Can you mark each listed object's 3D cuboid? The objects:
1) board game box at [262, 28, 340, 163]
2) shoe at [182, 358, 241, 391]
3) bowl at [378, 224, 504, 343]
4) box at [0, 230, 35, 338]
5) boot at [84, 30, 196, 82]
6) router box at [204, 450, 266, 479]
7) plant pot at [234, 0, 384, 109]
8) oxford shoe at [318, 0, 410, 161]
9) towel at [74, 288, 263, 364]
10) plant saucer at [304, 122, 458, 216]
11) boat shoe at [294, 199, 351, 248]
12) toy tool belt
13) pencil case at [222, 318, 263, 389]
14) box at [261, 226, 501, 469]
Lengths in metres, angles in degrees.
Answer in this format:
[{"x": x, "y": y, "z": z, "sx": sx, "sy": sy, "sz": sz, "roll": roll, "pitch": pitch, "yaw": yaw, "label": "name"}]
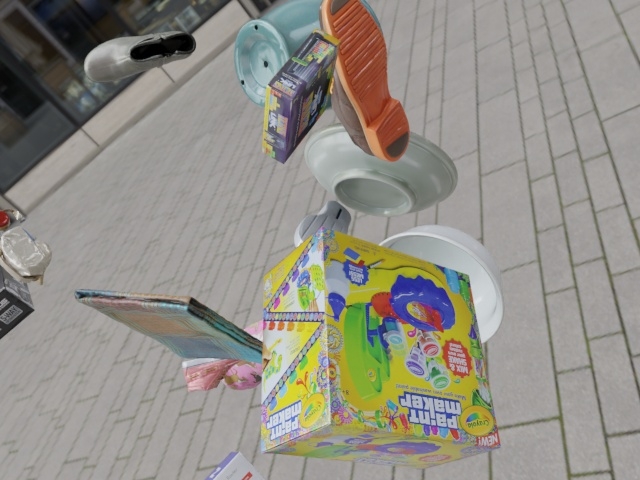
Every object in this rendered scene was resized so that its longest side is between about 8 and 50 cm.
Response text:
[{"x": -0.033, "y": -0.223, "z": 0.934, "sx": 0.141, "sy": 0.048, "sz": 0.170, "roll": -57, "pitch": -7, "yaw": -25, "label": "board game box"}, {"x": -0.252, "y": 0.323, "z": 1.470, "sx": 0.178, "sy": 0.081, "sz": 0.063, "roll": -13, "pitch": -7, "yaw": 3, "label": "shoe"}, {"x": 0.258, "y": 0.076, "z": 1.248, "sx": 0.298, "sy": 0.297, "sz": 0.134, "roll": -11, "pitch": 25, "yaw": 42, "label": "bowl"}, {"x": -0.686, "y": 0.118, "z": 1.128, "sx": 0.242, "sy": 0.076, "sz": 0.307, "roll": -41, "pitch": 40, "yaw": -7, "label": "box"}, {"x": -0.375, "y": -0.383, "z": 1.206, "sx": 0.247, "sy": 0.083, "sz": 0.161, "roll": -17, "pitch": 19, "yaw": -4, "label": "boot"}, {"x": -0.194, "y": 0.672, "z": 1.235, "sx": 0.335, "sy": 0.301, "sz": 0.082, "roll": -42, "pitch": 0, "yaw": -28, "label": "router box"}, {"x": -0.041, "y": -0.404, "z": 1.314, "sx": 0.255, "sy": 0.271, "sz": 0.272, "roll": -27, "pitch": 15, "yaw": -39, "label": "plant pot"}, {"x": 0.057, "y": -0.307, "z": 1.153, "sx": 0.133, "sy": 0.363, "sz": 0.130, "roll": 20, "pitch": 56, "yaw": 41, "label": "oxford shoe"}, {"x": -0.275, "y": 0.184, "z": 1.201, "sx": 0.272, "sy": 0.370, "sz": 0.040, "roll": 0, "pitch": 65, "yaw": 23, "label": "towel"}, {"x": 0.144, "y": -0.150, "z": 1.519, "sx": 0.401, "sy": 0.400, "sz": 0.100, "roll": -8, "pitch": 60, "yaw": 45, "label": "plant saucer"}, {"x": 0.000, "y": 0.000, "z": 1.500, "sx": 0.119, "sy": 0.121, "sz": 0.335, "roll": -54, "pitch": -3, "yaw": 23, "label": "boat shoe"}, {"x": -0.334, "y": 0.011, "z": 0.654, "sx": 0.052, "sy": 0.083, "sz": 0.051, "roll": -40, "pitch": -5, "yaw": -36, "label": "toy tool belt"}, {"x": -0.123, "y": 0.302, "z": 1.676, "sx": 0.386, "sy": 0.160, "sz": 0.167, "roll": -26, "pitch": 46, "yaw": 31, "label": "pencil case"}, {"x": 0.079, "y": 0.172, "z": 0.881, "sx": 0.177, "sy": 0.290, "sz": 0.279, "roll": -40, "pitch": 43, "yaw": 45, "label": "box"}]
